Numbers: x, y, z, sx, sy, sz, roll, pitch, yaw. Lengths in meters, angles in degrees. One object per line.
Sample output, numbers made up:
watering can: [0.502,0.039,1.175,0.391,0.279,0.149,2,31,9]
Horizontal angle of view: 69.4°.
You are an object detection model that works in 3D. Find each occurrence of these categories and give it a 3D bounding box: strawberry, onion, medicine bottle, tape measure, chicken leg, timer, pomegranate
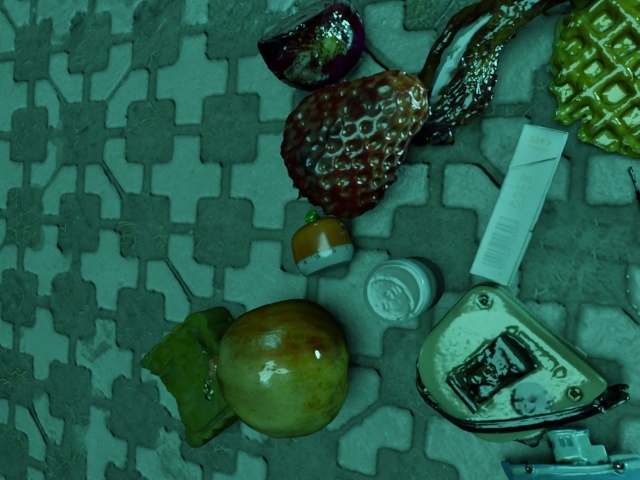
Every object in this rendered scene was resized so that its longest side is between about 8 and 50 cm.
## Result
strawberry: [0.040,-0.162,0.814,0.280,0.150,0.253,2,97,44]
onion: [-0.021,-0.381,0.894,0.195,0.140,0.218,-41,33,1]
medicine bottle: [0.148,0.080,0.789,0.105,0.168,0.104,0,90,25]
tape measure: [0.295,0.226,0.745,0.271,0.133,0.231,41,105,16]
chicken leg: [0.275,-0.316,0.748,0.407,0.096,0.157,-40,75,29]
timer: [0.000,0.000,0.898,0.136,0.099,0.136,-5,80,31]
pomegranate: [-0.081,0.227,0.846,0.271,0.252,0.228,-3,106,5]

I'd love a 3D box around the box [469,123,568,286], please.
box: [0.311,-0.051,0.725,0.067,0.149,0.233,21,98,20]

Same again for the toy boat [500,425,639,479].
toy boat: [0.399,0.352,0.733,0.215,0.088,0.102,-19,48,24]

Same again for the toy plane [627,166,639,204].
toy plane: [0.509,-0.061,0.701,0.049,0.031,0.120,-18,80,29]

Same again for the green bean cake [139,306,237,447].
green bean cake: [-0.258,0.294,0.998,0.233,0.124,0.236,-44,74,18]

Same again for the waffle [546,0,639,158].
waffle: [0.506,-0.283,0.681,0.302,0.068,0.324,11,100,26]
